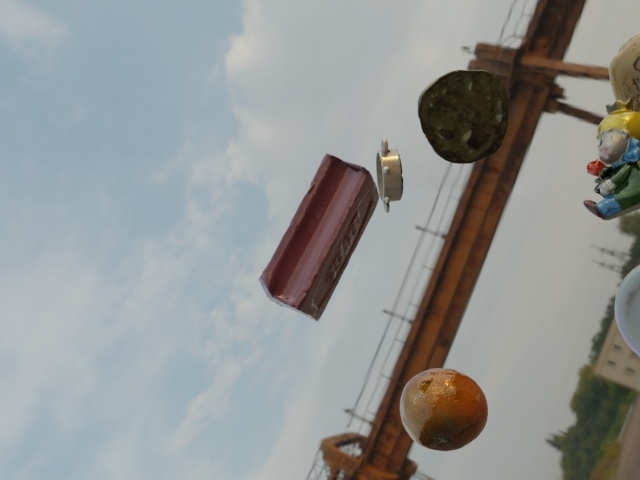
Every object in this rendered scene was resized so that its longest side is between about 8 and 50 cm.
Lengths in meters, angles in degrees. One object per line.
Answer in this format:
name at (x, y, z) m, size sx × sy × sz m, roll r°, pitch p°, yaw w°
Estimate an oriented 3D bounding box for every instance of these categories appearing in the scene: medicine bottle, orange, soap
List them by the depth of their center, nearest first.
medicine bottle at (0.701, 0.115, 1.312) m, size 0.316 × 0.202 × 0.202 m, roll -6°, pitch -65°, yaw -45°
soap at (0.000, 0.000, 1.683) m, size 0.359 × 0.128 × 0.233 m, roll -63°, pitch -17°, yaw -7°
orange at (0.302, 0.418, 1.736) m, size 0.170 × 0.224 × 0.224 m, roll -83°, pitch -9°, yaw -46°

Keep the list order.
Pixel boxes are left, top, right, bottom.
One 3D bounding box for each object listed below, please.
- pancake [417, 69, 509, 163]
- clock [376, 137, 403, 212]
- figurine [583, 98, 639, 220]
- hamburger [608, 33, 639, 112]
pancake at (0.436, -0.374, 2.139) m, size 0.049 × 0.295 × 0.294 m, roll -90°, pitch 12°, yaw -72°
clock at (0.200, -0.186, 2.041) m, size 0.155 × 0.063 × 0.229 m, roll -102°, pitch 5°, yaw -65°
figurine at (0.629, -0.174, 1.519) m, size 0.127 × 0.185 × 0.234 m, roll -6°, pitch -108°, yaw -49°
hamburger at (0.969, -0.448, 1.950) m, size 0.174 × 0.305 × 0.284 m, roll -32°, pitch -74°, yaw -50°
